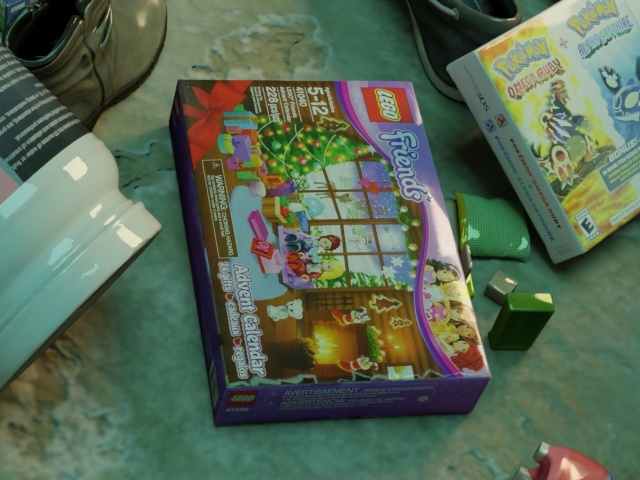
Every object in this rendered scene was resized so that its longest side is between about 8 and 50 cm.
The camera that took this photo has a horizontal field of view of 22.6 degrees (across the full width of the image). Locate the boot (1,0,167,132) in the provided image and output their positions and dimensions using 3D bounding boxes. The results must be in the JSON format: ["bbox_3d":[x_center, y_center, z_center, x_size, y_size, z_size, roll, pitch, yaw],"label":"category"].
[{"bbox_3d":[-0.177,-0.175,1.265,0.083,0.161,0.246,23,51,3],"label":"boot"}]

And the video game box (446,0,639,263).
[{"bbox_3d":[0.226,-0.109,1.339,0.205,0.048,0.187,-33,93,-35],"label":"video game box"}]

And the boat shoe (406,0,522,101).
[{"bbox_3d":[0.100,-0.276,1.456,0.112,0.095,0.335,-11,57,-22],"label":"boat shoe"}]

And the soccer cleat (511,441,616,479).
[{"bbox_3d":[0.148,0.245,1.085,0.095,0.083,0.248,29,49,2],"label":"soccer cleat"}]

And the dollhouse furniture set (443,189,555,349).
[{"bbox_3d":[0.142,0.009,1.273,0.076,0.058,0.151,3,53,-13],"label":"dollhouse furniture set"}]

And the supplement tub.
[{"bbox_3d":[-0.262,-0.046,1.093,0.272,0.191,0.191,44,54,-2],"label":"supplement tub"}]

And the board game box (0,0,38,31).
[{"bbox_3d":[-0.283,-0.277,1.395,0.201,0.035,0.136,42,55,18],"label":"board game box"}]

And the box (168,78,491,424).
[{"bbox_3d":[0.000,0.000,1.244,0.201,0.057,0.293,-1,54,-16],"label":"box"}]
